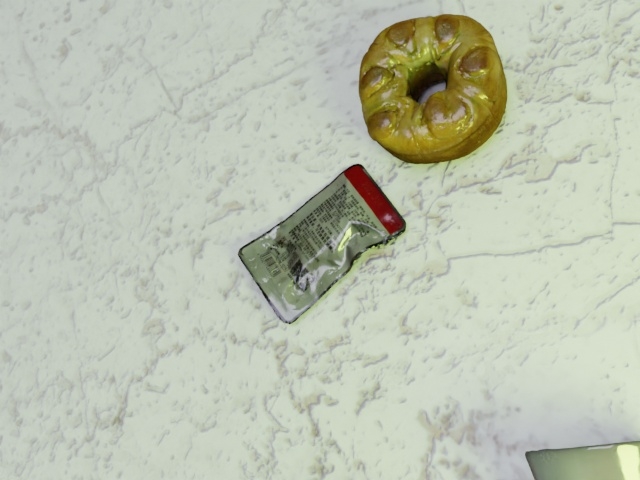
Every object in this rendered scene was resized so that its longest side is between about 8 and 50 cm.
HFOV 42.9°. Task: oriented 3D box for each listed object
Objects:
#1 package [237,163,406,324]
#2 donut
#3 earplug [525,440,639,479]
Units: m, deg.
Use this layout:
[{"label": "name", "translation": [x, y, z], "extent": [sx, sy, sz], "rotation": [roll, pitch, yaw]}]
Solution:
[{"label": "package", "translation": [0.000, 0.000, 1.223], "extent": [0.239, 0.030, 0.154], "rotation": [-39, 60, 6]}, {"label": "donut", "translation": [0.162, -0.219, 1.185], "extent": [0.226, 0.114, 0.227], "rotation": [-8, 68, 21]}, {"label": "earplug", "translation": [0.331, 0.373, 0.875], "extent": [0.172, 0.172, 0.301], "rotation": [-12, 72, 20]}]
